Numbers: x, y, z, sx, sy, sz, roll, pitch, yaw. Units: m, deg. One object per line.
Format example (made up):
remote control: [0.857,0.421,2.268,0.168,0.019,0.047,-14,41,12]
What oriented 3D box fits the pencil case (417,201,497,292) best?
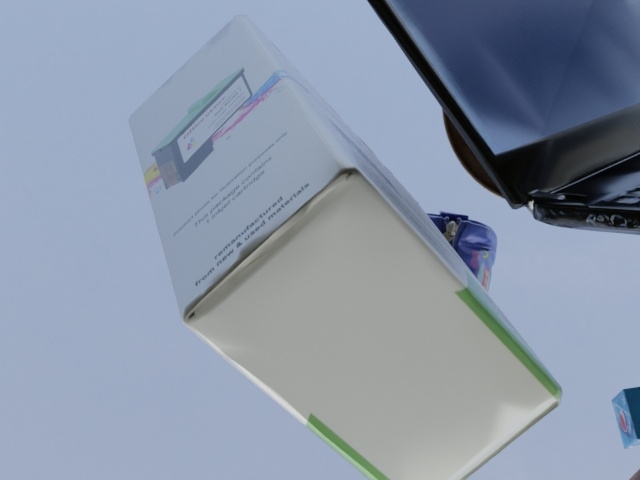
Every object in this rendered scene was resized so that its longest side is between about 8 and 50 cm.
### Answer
pencil case: [0.138,0.107,1.229,0.119,0.133,0.306,7,-113,8]

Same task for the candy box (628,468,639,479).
candy box: [0.298,0.222,0.752,0.053,0.186,0.109,29,-70,-26]

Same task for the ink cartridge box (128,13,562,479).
ink cartridge box: [0.000,0.000,0.646,0.117,0.278,0.201,-41,-60,7]

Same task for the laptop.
laptop: [0.163,-0.092,0.391,0.234,0.264,0.136,-22,-69,-46]

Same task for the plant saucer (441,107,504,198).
plant saucer: [0.209,-0.134,0.992,0.036,0.198,0.198,-13,-114,-53]

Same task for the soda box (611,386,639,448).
soda box: [0.508,0.223,1.397,0.210,0.067,0.071,-9,-112,-4]
